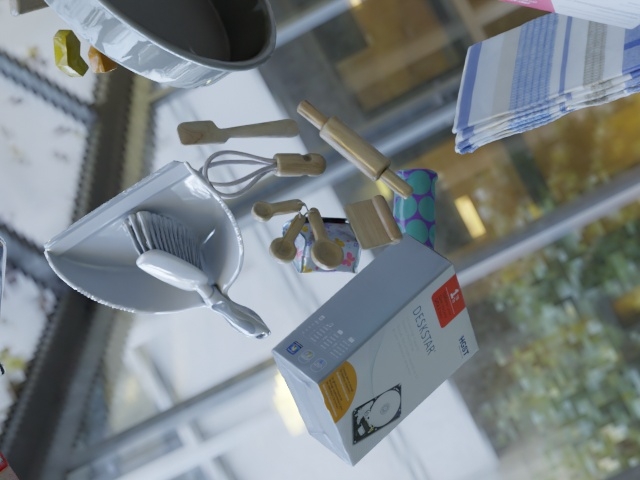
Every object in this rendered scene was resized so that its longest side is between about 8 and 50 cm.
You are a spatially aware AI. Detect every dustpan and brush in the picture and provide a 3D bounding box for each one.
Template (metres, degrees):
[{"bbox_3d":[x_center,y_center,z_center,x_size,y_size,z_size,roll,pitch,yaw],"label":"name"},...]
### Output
[{"bbox_3d":[-0.104,0.028,1.474,0.211,0.147,0.060,34,-150,-54],"label":"dustpan and brush"}]

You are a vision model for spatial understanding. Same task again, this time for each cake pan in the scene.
[{"bbox_3d":[-0.170,-0.252,1.681,0.293,0.054,0.293,33,-149,-22],"label":"cake pan"}]

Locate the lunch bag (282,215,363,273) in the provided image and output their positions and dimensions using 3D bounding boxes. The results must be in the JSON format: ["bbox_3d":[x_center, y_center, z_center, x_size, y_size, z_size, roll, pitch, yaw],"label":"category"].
[{"bbox_3d":[0.000,0.000,1.984,0.083,0.071,0.053,-124,39,-62],"label":"lunch bag"}]

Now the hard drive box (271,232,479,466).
[{"bbox_3d":[0.071,0.135,2.239,0.089,0.232,0.181,33,157,38],"label":"hard drive box"}]

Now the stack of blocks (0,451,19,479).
[{"bbox_3d":[-0.432,0.306,1.775,0.171,0.297,0.087,55,-165,-2],"label":"stack of blocks"}]

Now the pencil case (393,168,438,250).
[{"bbox_3d":[0.142,-0.030,2.655,0.070,0.064,0.151,16,-112,-42],"label":"pencil case"}]

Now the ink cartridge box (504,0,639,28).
[{"bbox_3d":[0.299,-0.334,1.876,0.283,0.207,0.117,143,135,-70],"label":"ink cartridge box"}]

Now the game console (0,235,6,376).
[{"bbox_3d":[-0.496,0.113,2.324,0.173,0.250,0.293,63,174,5],"label":"game console"}]

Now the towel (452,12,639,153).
[{"bbox_3d":[0.290,-0.211,2.138,0.034,0.285,0.209,54,-150,-31],"label":"towel"}]

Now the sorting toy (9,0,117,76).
[{"bbox_3d":[-0.312,-0.338,2.126,0.229,0.041,0.307,-34,-57,-59],"label":"sorting toy"}]

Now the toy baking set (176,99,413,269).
[{"bbox_3d":[-0.024,-0.073,1.961,0.256,0.197,0.030,44,142,13],"label":"toy baking set"}]
